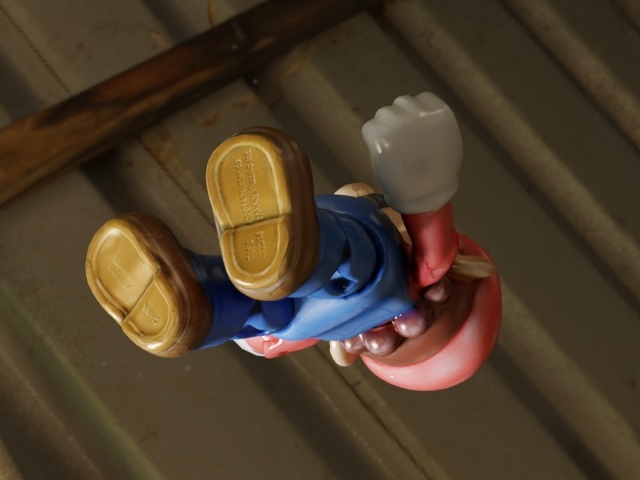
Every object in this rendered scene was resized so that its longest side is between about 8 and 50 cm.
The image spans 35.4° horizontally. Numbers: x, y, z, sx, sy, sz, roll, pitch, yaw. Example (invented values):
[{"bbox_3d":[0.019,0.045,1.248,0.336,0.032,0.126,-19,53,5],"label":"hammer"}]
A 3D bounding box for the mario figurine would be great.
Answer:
[{"bbox_3d":[0.000,0.000,0.621,0.320,0.198,0.170,16,-98,-61],"label":"mario figurine"}]
